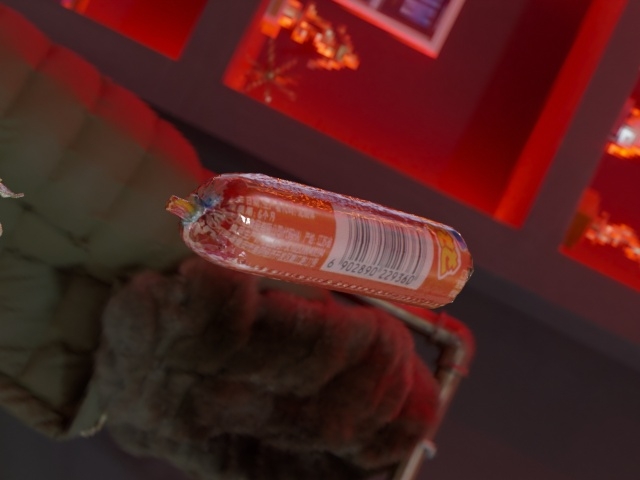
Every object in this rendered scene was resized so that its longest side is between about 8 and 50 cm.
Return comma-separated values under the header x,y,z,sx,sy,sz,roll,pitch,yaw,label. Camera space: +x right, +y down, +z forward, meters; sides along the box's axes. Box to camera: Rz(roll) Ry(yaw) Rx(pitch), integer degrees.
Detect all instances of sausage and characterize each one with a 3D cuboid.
x,y,z,sx,sy,sz,roll,pitch,yaw,label
0.000,0.000,0.871,0.074,0.274,0.074,-11,-106,42,sausage

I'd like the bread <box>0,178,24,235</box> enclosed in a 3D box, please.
x,y,z,sx,sy,sz,roll,pitch,yaw,label
-0.413,0.015,0.901,0.279,0.250,0.225,13,87,-53,bread
